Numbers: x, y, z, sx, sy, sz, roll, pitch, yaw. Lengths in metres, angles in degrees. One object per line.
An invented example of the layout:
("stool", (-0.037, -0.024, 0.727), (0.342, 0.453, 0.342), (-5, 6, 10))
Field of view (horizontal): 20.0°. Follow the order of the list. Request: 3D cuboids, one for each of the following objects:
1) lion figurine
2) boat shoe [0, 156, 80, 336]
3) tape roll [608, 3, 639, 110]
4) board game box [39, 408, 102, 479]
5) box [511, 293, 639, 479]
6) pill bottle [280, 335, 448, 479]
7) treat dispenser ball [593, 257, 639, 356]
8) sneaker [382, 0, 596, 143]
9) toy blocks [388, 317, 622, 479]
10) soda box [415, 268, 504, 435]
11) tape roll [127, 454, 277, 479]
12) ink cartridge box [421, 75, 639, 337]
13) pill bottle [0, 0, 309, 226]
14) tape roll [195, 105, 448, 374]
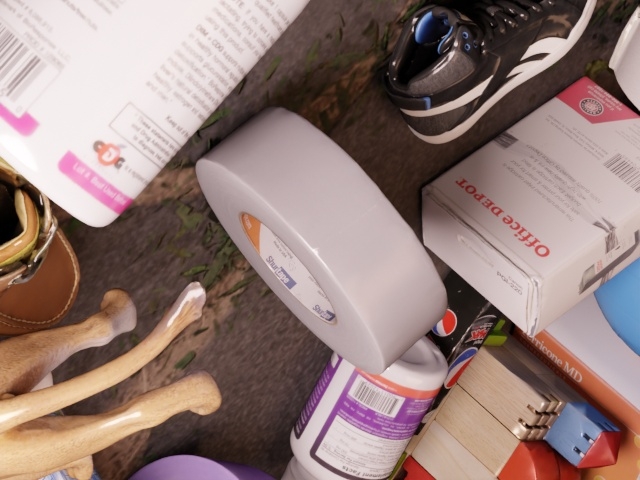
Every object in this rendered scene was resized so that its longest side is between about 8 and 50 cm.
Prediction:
("lion figurine", (-0.244, 0.134, 1.231), (0.240, 0.142, 0.392), (-16, 163, -35))
("boat shoe", (-0.231, -0.001, 1.203), (0.307, 0.104, 0.110), (41, 63, -61))
("tape roll", (0.460, -0.108, 1.710), (0.392, 0.392, 0.072), (-5, 128, -49))
("board game box", (-0.224, 0.258, 1.443), (0.194, 0.194, 0.060), (-54, 149, 9))
("box", (0.311, 0.241, 2.076), (0.168, 0.215, 0.345), (-21, 139, -37))
("pill bottle", (0.036, 0.177, 1.764), (0.108, 0.108, 0.193), (-2, 127, -50))
("treat dispenser ball", (0.421, 0.009, 1.882), (0.288, 0.288, 0.288), (-32, 146, -25))
("sneaker", (0.145, -0.182, 1.527), (0.217, 0.079, 0.121), (-46, 151, -1))
("toy blocks", (0.172, 0.273, 1.894), (0.191, 0.261, 0.381), (8, 118, -54))
("soda box", (0.116, 0.112, 1.832), (0.169, 0.060, 0.053), (-55, 151, 5))
("tape roll", (-0.107, 0.290, 1.632), (0.189, 0.189, 0.080), (-54, 148, 10))
("ink cartridge box", (0.225, -0.034, 1.716), (0.218, 0.158, 0.092), (-33, 147, -23))
("pill bottle", (-0.105, -0.161, 1.157), (0.283, 0.160, 0.160), (-48, 149, 0))
("tape roll", (0.000, 0.000, 1.412), (0.072, 0.219, 0.219), (-41, 148, -14))
